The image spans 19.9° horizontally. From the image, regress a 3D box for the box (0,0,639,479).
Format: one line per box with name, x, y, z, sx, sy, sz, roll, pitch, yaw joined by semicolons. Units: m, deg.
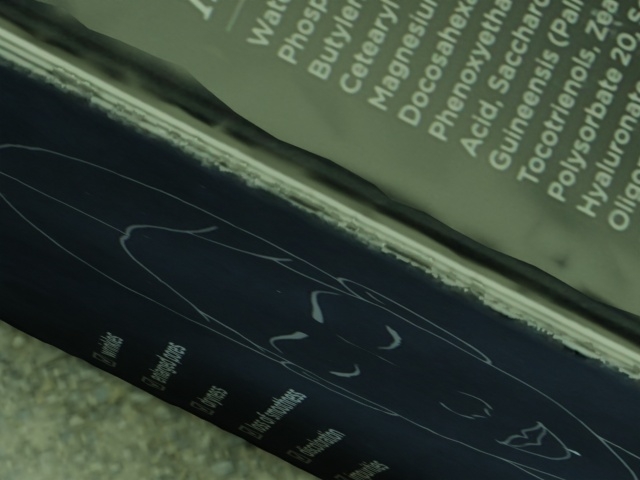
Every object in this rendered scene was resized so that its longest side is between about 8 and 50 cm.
box;0.034;-0.069;0.815;0.472;0.480;0.297;26;74;-4
